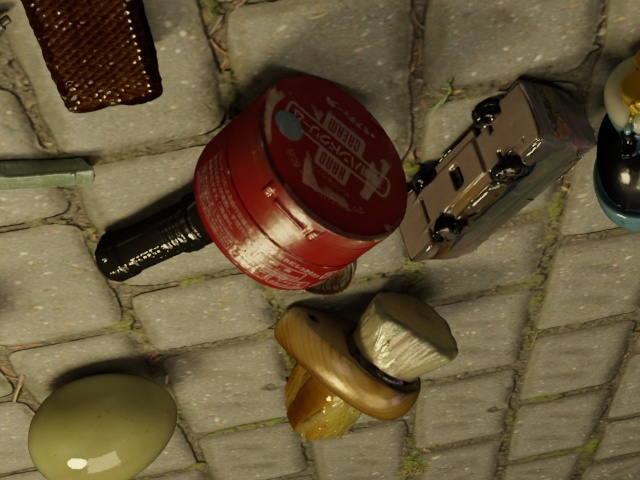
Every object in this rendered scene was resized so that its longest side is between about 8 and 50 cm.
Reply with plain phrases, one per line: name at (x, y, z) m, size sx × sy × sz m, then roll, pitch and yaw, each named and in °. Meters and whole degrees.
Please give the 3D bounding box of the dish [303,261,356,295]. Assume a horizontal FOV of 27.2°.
dish at (0.000, 0.000, 1.857) m, size 0.141 × 0.078 × 0.141 m, roll 19°, pitch 137°, yaw 19°

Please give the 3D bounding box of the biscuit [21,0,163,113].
biscuit at (-0.228, -0.243, 1.253) m, size 0.107 × 0.073 × 0.388 m, roll -11°, pitch 156°, yaw -3°

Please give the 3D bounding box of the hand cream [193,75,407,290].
hand cream at (-0.025, -0.063, 1.545) m, size 0.230 × 0.230 × 0.149 m, roll 12°, pitch 143°, yaw -39°

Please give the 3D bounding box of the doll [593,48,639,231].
doll at (0.420, -0.119, 1.685) m, size 0.141 × 0.177 × 0.314 m, roll 21°, pitch 159°, yaw 23°

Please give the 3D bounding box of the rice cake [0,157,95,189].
rice cake at (-0.356, -0.079, 1.594) m, size 0.170 × 0.029 × 0.033 m, roll -3°, pitch 148°, yaw -15°

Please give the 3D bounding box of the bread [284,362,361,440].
bread at (0.006, 0.268, 2.311) m, size 0.106 × 0.140 × 0.236 m, roll -6°, pitch 153°, yaw -19°

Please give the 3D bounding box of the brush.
brush at (0.070, 0.158, 2.121) m, size 0.266 × 0.174 × 0.166 m, roll 28°, pitch 113°, yaw -13°

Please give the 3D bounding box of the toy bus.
toy bus at (0.226, -0.084, 1.742) m, size 0.138 × 0.113 × 0.317 m, roll 1°, pitch 152°, yaw -33°

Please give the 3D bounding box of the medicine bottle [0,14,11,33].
medicine bottle at (-0.395, -0.171, 1.347) m, size 0.199 × 0.058 × 0.057 m, roll -33°, pitch 150°, yaw 8°

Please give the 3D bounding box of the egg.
egg at (-0.360, 0.314, 2.197) m, size 0.253 × 0.189 × 0.188 m, roll -22°, pitch 154°, yaw -2°

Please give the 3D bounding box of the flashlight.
flashlight at (-0.194, -0.009, 1.735) m, size 0.232 × 0.093 × 0.093 m, roll -26°, pitch 151°, yaw 32°
